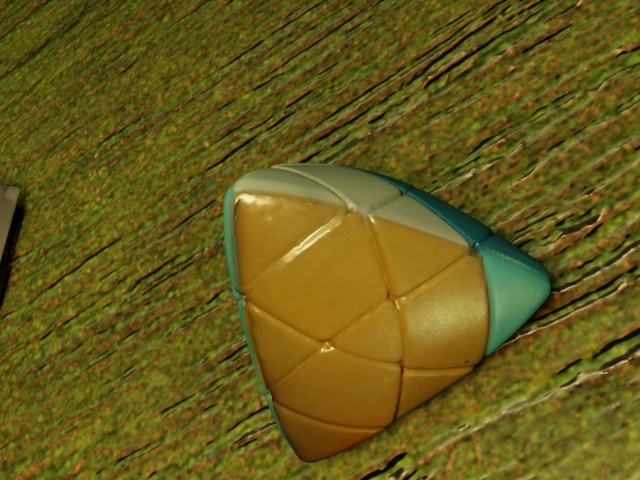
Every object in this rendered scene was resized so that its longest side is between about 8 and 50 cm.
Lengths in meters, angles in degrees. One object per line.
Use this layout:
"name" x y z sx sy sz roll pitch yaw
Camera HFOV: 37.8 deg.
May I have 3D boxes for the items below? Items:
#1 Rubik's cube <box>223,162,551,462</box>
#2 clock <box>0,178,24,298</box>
"Rubik's cube" 0.000 0.000 0.726 0.254 0.254 0.255 -17 56 26
"clock" -0.478 0.030 1.119 0.253 0.083 0.187 -12 57 29
